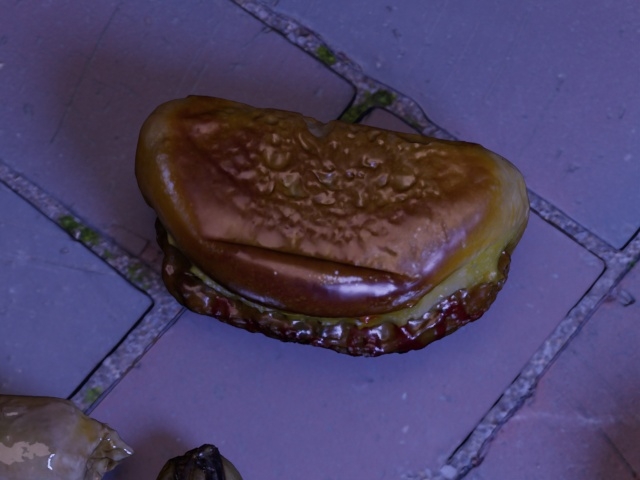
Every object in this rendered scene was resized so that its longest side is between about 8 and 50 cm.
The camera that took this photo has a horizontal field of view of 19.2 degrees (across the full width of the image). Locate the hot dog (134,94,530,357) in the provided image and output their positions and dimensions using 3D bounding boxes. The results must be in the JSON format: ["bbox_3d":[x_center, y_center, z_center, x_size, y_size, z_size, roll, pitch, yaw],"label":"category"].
[{"bbox_3d":[0.000,0.000,1.905,0.405,0.185,0.223,10,63,5],"label":"hot dog"}]

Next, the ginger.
[{"bbox_3d":[-0.319,0.207,1.838,0.267,0.138,0.152,12,60,12],"label":"ginger"}]

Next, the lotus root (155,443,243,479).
[{"bbox_3d":[-0.122,0.314,1.794,0.110,0.097,0.258,-4,51,10],"label":"lotus root"}]
